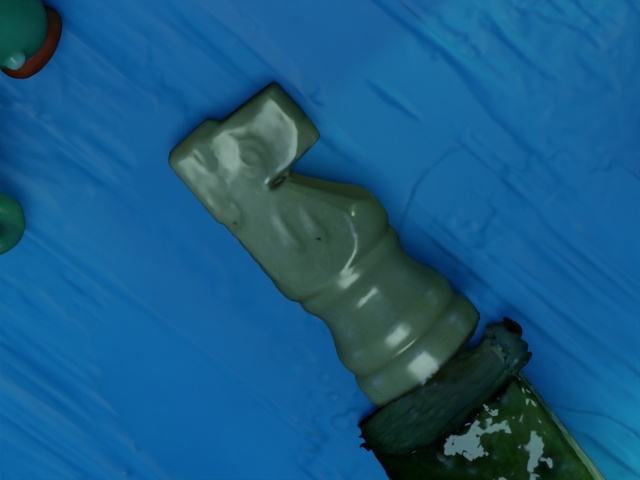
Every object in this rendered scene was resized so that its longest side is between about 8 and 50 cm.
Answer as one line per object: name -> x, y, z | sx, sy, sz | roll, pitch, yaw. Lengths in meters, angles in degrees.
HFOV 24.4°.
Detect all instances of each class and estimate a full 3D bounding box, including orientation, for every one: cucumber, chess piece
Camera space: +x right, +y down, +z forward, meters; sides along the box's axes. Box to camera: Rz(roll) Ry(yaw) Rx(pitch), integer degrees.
cucumber -> 0.163, 0.212, 0.975 | 0.145, 0.105, 0.325 | -34, 114, 16
chess piece -> 0.000, 0.000, 0.890 | 0.090, 0.090, 0.200 | -40, 98, 19

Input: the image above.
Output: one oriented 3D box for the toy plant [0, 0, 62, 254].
toy plant -> -0.297, -0.072, 0.766 | 0.279, 0.185, 0.400 | -55, 138, -4
